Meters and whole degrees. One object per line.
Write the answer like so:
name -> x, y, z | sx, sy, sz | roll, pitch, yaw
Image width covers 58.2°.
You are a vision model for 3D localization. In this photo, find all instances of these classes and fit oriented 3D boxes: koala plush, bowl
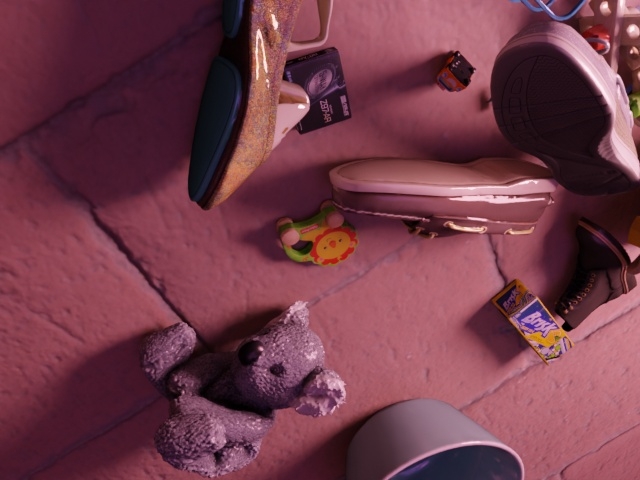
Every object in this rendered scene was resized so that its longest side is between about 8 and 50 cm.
koala plush -> -0.086, 0.185, 0.763 | 0.221, 0.196, 0.203 | -33, 137, 2
bowl -> 0.165, 0.392, 0.984 | 0.312, 0.163, 0.311 | -9, 124, -15

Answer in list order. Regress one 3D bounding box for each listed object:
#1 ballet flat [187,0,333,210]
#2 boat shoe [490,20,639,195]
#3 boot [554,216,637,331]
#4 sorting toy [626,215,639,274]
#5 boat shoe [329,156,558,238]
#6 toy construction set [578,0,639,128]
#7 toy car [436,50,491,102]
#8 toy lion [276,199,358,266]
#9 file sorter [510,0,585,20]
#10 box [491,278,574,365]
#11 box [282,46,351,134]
ballet flat -> -0.055, -0.184, 0.578 | 0.123, 0.123, 0.348 | 4, 117, -22
boat shoe -> 0.289, -0.150, 0.655 | 0.321, 0.118, 0.102 | 26, 67, -43
boot -> 0.420, 0.064, 0.920 | 0.137, 0.077, 0.198 | -42, 124, 6
sorting toy -> 0.510, -0.056, 0.816 | 0.307, 0.041, 0.228 | -25, 134, -41
boat shoe -> 0.160, -0.049, 0.739 | 0.325, 0.116, 0.096 | -4, 119, -24
toy construction set -> 0.479, -0.246, 0.704 | 0.328, 0.151, 0.215 | -15, 149, -1
toy car -> 0.188, -0.180, 0.703 | 0.122, 0.060, 0.041 | 28, 140, -24
toy lion -> 0.000, 0.000, 0.765 | 0.100, 0.034, 0.096 | -21, 133, -6
file sorter -> 0.196, -0.301, 0.559 | 0.118, 0.170, 0.104 | 27, 111, -31
box -> 0.355, 0.138, 0.959 | 0.059, 0.054, 0.169 | -42, 125, 8
box -> -0.004, -0.171, 0.660 | 0.067, 0.018, 0.083 | -19, 125, -7
